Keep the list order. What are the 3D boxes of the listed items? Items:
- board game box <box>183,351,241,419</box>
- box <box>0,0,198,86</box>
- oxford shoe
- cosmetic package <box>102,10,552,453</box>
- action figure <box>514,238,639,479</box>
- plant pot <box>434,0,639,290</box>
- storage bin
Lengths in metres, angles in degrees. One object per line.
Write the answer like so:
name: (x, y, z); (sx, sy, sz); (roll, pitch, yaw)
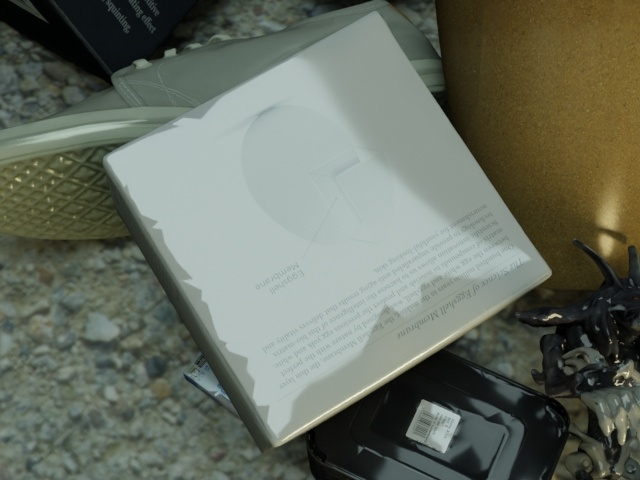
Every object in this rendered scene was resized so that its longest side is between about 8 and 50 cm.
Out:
board game box: (-0.052, 0.105, 0.906); (0.090, 0.020, 0.090); (34, 70, 17)
box: (-0.181, -0.394, 0.948); (0.212, 0.293, 0.395); (32, 77, 30)
oxford shoe: (-0.102, -0.108, 0.932); (0.450, 0.169, 0.130); (-16, 68, -14)
cosmetic package: (0.000, 0.000, 0.777); (0.224, 0.138, 0.224); (-30, 80, -12)
action figure: (0.223, 0.131, 0.747); (0.164, 0.141, 0.275); (7, 81, -23)
plant pot: (0.205, -0.093, 0.879); (0.237, 0.237, 0.254); (2, 98, 2)
storage bin: (0.089, 0.159, 0.843); (0.180, 0.084, 0.122); (24, 68, 11)
